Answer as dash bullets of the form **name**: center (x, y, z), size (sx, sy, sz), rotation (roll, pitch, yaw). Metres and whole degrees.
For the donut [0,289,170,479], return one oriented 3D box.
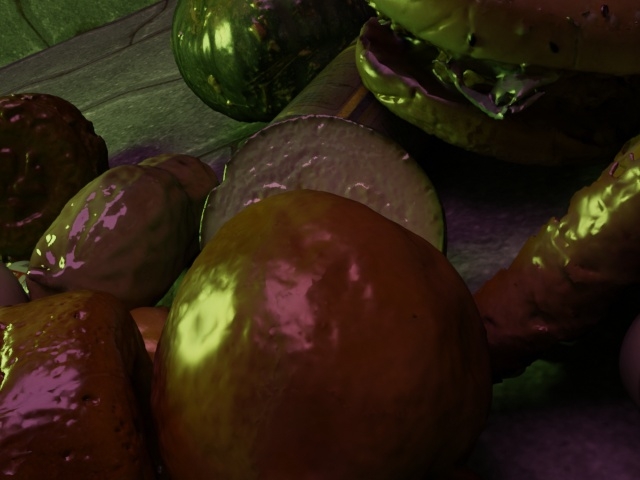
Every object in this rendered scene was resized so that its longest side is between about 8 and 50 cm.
- **donut**: center (-0.162, 0.143, 0.481), size (0.114, 0.226, 0.226), rotation (-17, 29, -8)

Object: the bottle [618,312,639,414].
- **bottle**: center (0.235, 0.122, 0.311), size (0.120, 0.120, 0.253), rotation (-19, 30, 10)

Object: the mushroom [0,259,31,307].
- **mushroom**: center (-0.432, 0.112, 0.642), size (0.315, 0.315, 0.356), rotation (-1, 39, 35)

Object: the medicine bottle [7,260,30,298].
- **medicine bottle**: center (-0.320, 0.069, 0.837), size (0.140, 0.079, 0.079), rotation (7, 43, 42)

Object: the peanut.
- **peanut**: center (-0.196, -0.016, 0.789), size (0.159, 0.143, 0.291), rotation (-39, 8, 30)

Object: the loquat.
- **loquat**: center (-0.008, 0.082, 0.451), size (0.238, 0.193, 0.238), rotation (-16, 66, 38)

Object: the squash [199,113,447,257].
- **squash**: center (0.001, 0.001, 0.627), size (0.219, 0.219, 0.041), rotation (-20, -12, 9)

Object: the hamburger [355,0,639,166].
- **hamburger**: center (0.207, -0.210, 0.680), size (0.318, 0.195, 0.277), rotation (-26, 57, -27)

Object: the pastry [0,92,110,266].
- **pastry**: center (-0.419, -0.091, 1.017), size (0.240, 0.235, 0.132), rotation (-33, 19, -2)

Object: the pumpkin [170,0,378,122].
- **pumpkin**: center (-0.058, -0.308, 1.058), size (0.292, 0.257, 0.328), rotation (-25, 21, -25)

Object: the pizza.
- **pizza**: center (0.276, -0.104, 0.441), size (0.435, 0.080, 0.392), rotation (-43, -10, -25)

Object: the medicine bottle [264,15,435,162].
- **medicine bottle**: center (0.053, -0.137, 0.813), size (0.151, 0.151, 0.322), rotation (1, 39, 37)

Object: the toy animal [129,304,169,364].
- **toy animal**: center (-0.130, 0.108, 0.654), size (0.159, 0.070, 0.083), rotation (16, 46, 42)
